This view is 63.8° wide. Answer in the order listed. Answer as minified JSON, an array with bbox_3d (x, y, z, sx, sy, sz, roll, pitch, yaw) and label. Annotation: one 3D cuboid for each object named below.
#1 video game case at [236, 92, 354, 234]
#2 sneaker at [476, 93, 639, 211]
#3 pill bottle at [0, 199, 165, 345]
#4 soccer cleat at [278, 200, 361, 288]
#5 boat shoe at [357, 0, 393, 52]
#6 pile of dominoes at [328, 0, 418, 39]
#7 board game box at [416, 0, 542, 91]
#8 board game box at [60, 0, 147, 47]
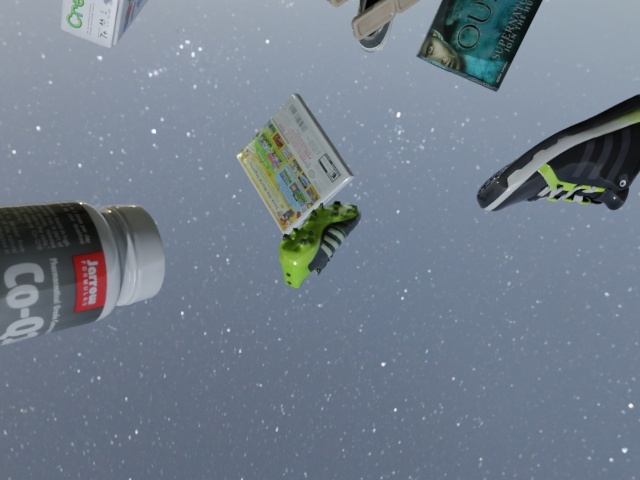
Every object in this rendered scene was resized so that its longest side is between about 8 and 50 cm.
[{"bbox_3d":[-0.061,-0.160,1.097,0.026,0.206,0.227,-7,-120,-58],"label":"video game case"},{"bbox_3d":[0.279,-0.071,0.532,0.235,0.084,0.097,-26,-97,-9],"label":"sneaker"},{"bbox_3d":[-0.345,0.035,0.616,0.283,0.161,0.161,-12,-138,-46],"label":"pill bottle"},{"bbox_3d":[0.000,0.000,0.687,0.060,0.072,0.179,17,-149,25],"label":"soccer cleat"},{"bbox_3d":[0.112,-0.459,0.934,0.078,0.219,0.070,9,178,13],"label":"boat shoe"},{"bbox_3d":[0.098,-0.352,0.544,0.251,0.196,0.040,-35,-121,-4],"label":"pile of dominoes"},{"bbox_3d":[0.229,-0.318,0.708,0.126,0.186,0.026,25,-171,6],"label":"board game box"},{"bbox_3d":[-0.173,-0.349,0.517,0.053,0.193,0.305,18,-139,-15],"label":"board game box"}]
